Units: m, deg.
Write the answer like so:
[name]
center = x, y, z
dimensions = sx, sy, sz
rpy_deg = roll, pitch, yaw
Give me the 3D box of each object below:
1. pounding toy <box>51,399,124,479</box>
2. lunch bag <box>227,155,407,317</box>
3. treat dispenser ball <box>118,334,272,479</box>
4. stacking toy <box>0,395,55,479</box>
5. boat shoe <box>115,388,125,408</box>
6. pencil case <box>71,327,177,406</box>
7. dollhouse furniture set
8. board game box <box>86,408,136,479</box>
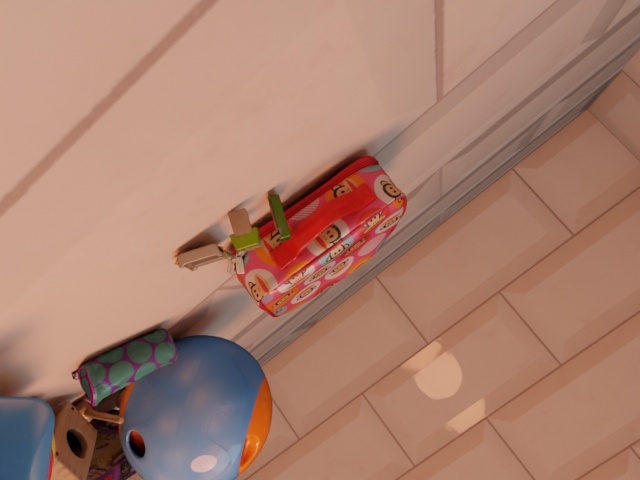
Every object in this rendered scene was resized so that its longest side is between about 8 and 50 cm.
[pounding toy]
center = -0.430, 0.319, 0.744
dimensions = 0.181, 0.094, 0.206
rpy_deg = -31, -157, -7
[lunch bag]
center = 0.000, 0.000, 0.735
dimensions = 0.293, 0.120, 0.258
rpy_deg = -36, 167, -7
[treat dispenser ball]
center = -0.238, 0.331, 0.881
dimensions = 0.288, 0.288, 0.288
rpy_deg = -36, 168, -9
[stacking toy]
center = -0.390, 0.251, 0.550
dimensions = 0.165, 0.175, 0.302
rpy_deg = 5, 173, -17
[boat shoe]
center = -0.380, 0.337, 1.042
dimensions = 0.063, 0.066, 0.184
rpy_deg = -29, 178, 38
[pencil case]
center = -0.308, 0.200, 0.729
dimensions = 0.151, 0.064, 0.070
rpy_deg = -23, 145, -48
[dollhouse furniture set]
center = -0.118, -0.010, 0.597
dimensions = 0.151, 0.059, 0.076
rpy_deg = -18, 174, -2
[board game box]
center = -0.461, 0.431, 0.904
dimensions = 0.208, 0.056, 0.347
rpy_deg = -2, 179, 17
